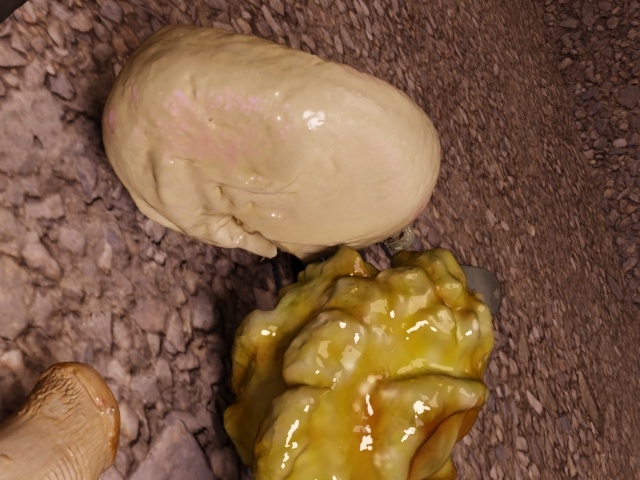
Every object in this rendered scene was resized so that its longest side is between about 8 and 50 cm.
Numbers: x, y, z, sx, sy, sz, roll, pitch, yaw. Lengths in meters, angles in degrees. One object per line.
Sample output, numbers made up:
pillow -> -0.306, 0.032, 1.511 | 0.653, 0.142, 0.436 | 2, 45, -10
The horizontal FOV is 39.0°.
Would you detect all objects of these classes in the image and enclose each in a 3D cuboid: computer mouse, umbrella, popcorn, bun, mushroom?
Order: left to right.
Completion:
mushroom -> -0.245, 0.217, 0.631 | 0.351, 0.095, 0.122 | -60, 138, -55
umbrella -> -0.319, -0.254, 0.927 | 0.036, 0.031, 0.133 | 30, 37, -8
bun -> -0.060, -0.088, 0.977 | 0.361, 0.361, 0.213 | 19, 88, -54
popcorn -> 0.033, 0.150, 0.962 | 0.335, 0.279, 0.274 | -37, 107, -18
umbrella -> 0.110, -0.019, 1.446 | 0.143, 0.062, 0.067 | 29, 76, -57
computer mouse -> 0.231, 0.094, 1.562 | 0.229, 0.068, 0.113 | 6, 76, -47

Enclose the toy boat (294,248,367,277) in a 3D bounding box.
toy boat -> 0.034, -0.004, 1.246 | 0.114, 0.115, 0.262 | 42, 37, -37

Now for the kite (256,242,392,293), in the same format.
kite -> 0.000, 0.000, 1.176 | 0.010, 0.183, 0.160 | 90, -18, -47
